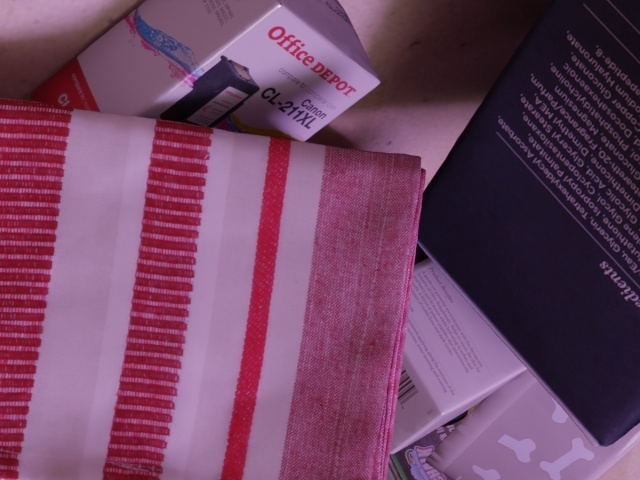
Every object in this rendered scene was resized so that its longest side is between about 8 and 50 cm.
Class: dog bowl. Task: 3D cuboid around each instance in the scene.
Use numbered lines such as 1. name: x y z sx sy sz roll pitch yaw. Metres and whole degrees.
1. dog bowl: 0.245 0.097 1.561 0.349 0.102 0.349 -40 172 -7

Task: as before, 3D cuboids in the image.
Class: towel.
1. towel: -0.112 0.044 1.145 0.329 0.237 0.037 8 175 -5

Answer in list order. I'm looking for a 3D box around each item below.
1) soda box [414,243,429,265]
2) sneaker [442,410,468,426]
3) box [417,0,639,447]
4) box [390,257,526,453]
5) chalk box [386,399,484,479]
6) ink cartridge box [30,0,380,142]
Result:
1. soda box: 0.000 0.000 1.320 0.092 0.083 0.263 -35 168 12
2. sneaker: 0.050 0.101 1.542 0.283 0.122 0.110 -34 146 11
3. box: 0.285 -0.101 1.240 0.293 0.212 0.395 -28 159 -40
4. box: 0.072 0.076 1.361 0.087 0.101 0.102 -27 170 -28
5. chalk box: 0.120 0.239 1.780 0.213 0.132 0.132 -16 146 -15
6. ink cartridge box: -0.070 -0.096 1.225 0.175 0.072 0.127 -37 145 16
